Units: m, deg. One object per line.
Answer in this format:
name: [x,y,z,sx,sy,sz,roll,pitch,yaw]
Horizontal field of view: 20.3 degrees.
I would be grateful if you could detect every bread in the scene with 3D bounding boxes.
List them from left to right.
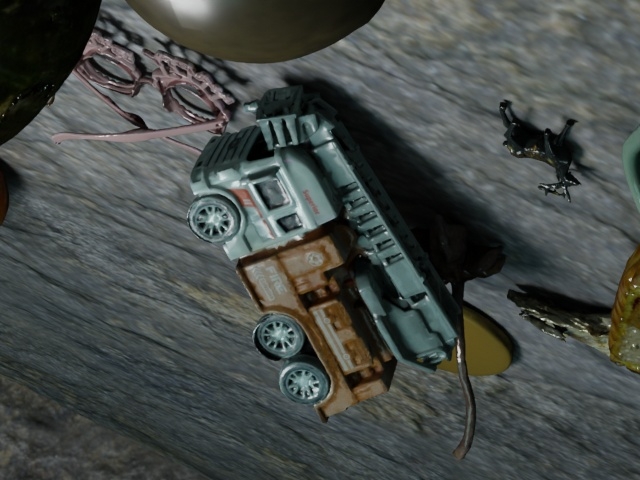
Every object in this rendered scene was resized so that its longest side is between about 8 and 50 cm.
bread: [0.368,0.075,1.692,0.181,0.096,0.222,22,158,13]

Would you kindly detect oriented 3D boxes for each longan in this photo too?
longan: [-0.044,-0.236,1.267,0.248,0.248,0.248,23,160,9]

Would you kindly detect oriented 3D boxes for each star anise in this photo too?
star anise: [0.122,0.102,1.907,0.148,0.227,0.218,2,164,20]

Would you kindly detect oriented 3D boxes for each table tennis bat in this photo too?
table tennis bat: [0.080,0.090,2.161,0.321,0.050,0.198,20,158,8]

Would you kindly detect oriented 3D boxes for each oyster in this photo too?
oyster: [0.289,0.088,1.913,0.200,0.061,0.106,20,177,25]

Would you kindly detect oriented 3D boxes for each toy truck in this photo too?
toy truck: [0.000,0.000,1.805,0.184,0.133,0.338,-20,112,21]

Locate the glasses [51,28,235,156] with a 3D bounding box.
glasses: [-0.203,-0.154,1.845,0.255,0.095,0.162,19,154,13]

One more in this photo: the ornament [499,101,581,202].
ornament: [0.200,-0.077,1.626,0.073,0.028,0.125,17,156,23]

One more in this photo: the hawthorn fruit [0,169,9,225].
hawthorn fruit: [-0.539,-0.070,2.364,0.251,0.199,0.199,43,158,-5]

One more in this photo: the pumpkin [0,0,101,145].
pumpkin: [-0.366,-0.237,1.331,0.454,0.454,0.344,47,-172,-44]

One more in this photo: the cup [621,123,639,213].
cup: [0.377,0.038,1.302,0.401,0.310,0.392,17,153,20]

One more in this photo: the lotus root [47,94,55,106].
lotus root: [-0.327,-0.187,2.005,0.083,0.030,0.037,43,-174,-30]
